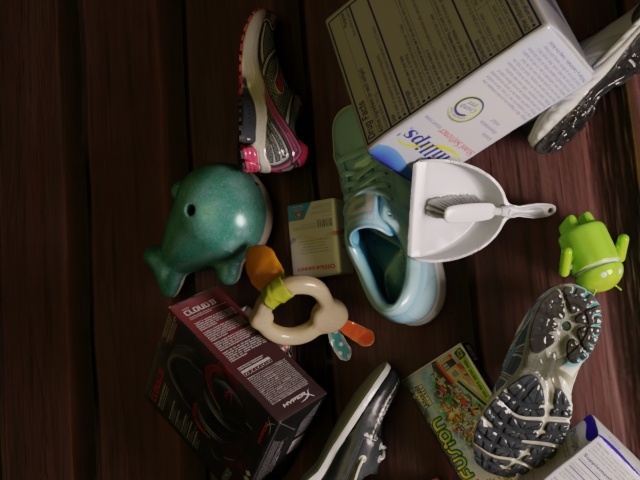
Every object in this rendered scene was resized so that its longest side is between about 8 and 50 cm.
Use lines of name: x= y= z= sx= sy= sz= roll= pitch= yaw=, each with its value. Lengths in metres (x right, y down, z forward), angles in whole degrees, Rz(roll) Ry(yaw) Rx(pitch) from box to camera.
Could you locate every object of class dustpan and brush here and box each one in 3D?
dustpan and brush: x=0.232 y=-0.043 z=1.116 sx=0.060 sy=0.211 sz=0.147 roll=-148 pitch=57 yaw=-61

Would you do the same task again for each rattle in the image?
rattle: x=-0.022 y=0.100 z=1.256 sx=0.143 sy=0.200 sz=0.130 roll=37 pitch=109 yaw=60

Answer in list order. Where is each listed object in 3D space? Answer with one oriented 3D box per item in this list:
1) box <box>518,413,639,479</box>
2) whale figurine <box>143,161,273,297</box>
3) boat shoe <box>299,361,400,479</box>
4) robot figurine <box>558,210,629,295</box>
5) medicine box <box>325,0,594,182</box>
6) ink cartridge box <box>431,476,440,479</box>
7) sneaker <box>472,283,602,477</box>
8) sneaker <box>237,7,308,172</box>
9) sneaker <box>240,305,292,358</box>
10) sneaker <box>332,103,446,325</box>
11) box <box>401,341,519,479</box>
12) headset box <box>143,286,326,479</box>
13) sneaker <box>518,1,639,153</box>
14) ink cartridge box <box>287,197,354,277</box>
box: x=0.353 y=0.325 z=1.038 sx=0.126 sy=0.072 sz=0.137 roll=45 pitch=107 yaw=0
whale figurine: x=-0.211 y=-0.015 z=1.339 sx=0.272 sy=0.141 sz=0.216 roll=-38 pitch=70 yaw=21
boat shoe: x=0.047 y=0.330 z=1.201 sx=0.091 sy=0.114 sz=0.302 roll=32 pitch=92 yaw=2
robot figurine: x=0.368 y=0.020 z=1.077 sx=0.101 sy=0.067 sz=0.115 roll=-11 pitch=68 yaw=-14
medicine box: x=0.181 y=-0.270 z=1.107 sx=0.289 sy=0.149 sz=0.263 roll=-33 pitch=53 yaw=27
ink cartridge box: x=0.157 y=0.518 z=1.116 sx=0.207 sy=0.117 sz=0.283 roll=-43 pitch=68 yaw=17
sneaker: x=0.295 y=0.189 z=1.078 sx=0.110 sy=0.122 sz=0.283 roll=26 pitch=99 yaw=5
sneaker: x=-0.084 y=-0.248 z=1.324 sx=0.112 sy=0.121 sz=0.299 roll=0 pitch=73 yaw=-8
sneaker: x=-0.079 y=0.171 z=1.308 sx=0.065 sy=0.061 sz=0.158 roll=-31 pitch=82 yaw=11
sneaker: x=0.090 y=-0.052 z=1.183 sx=0.135 sy=0.150 sz=0.366 roll=-25 pitch=75 yaw=22
box: x=0.219 y=0.265 z=1.152 sx=0.114 sy=0.036 sz=0.207 roll=-37 pitch=70 yaw=20
headset box: x=-0.156 y=0.235 z=1.266 sx=0.293 sy=0.110 sz=0.218 roll=42 pitch=129 yaw=24
sneaker: x=0.370 y=-0.248 z=1.089 sx=0.271 sy=0.100 sz=0.108 roll=-45 pitch=62 yaw=17
ink cartridge box: x=0.000 y=0.000 z=1.279 sx=0.088 sy=0.052 sz=0.122 roll=-8 pitch=81 yaw=27
